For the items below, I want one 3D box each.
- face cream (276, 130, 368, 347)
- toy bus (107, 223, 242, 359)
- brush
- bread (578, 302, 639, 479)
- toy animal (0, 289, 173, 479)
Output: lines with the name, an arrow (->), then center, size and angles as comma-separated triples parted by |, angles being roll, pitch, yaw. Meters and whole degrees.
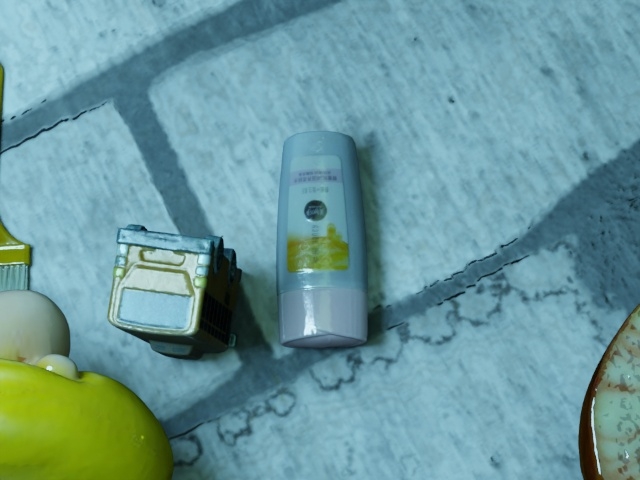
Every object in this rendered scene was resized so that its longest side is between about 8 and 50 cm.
face cream -> 0.000, 0.000, 1.578 | 0.084, 0.057, 0.198 | -4, 72, 5
toy bus -> -0.125, 0.049, 1.514 | 0.091, 0.182, 0.103 | 7, 82, 7
brush -> -0.328, -0.053, 1.647 | 0.103, 0.013, 0.272 | -3, 72, 3
bread -> 0.375, 0.180, 1.461 | 0.295, 0.114, 0.327 | -29, 74, -5
toy animal -> -0.283, 0.179, 1.482 | 0.278, 0.345, 0.247 | -11, 37, -19
